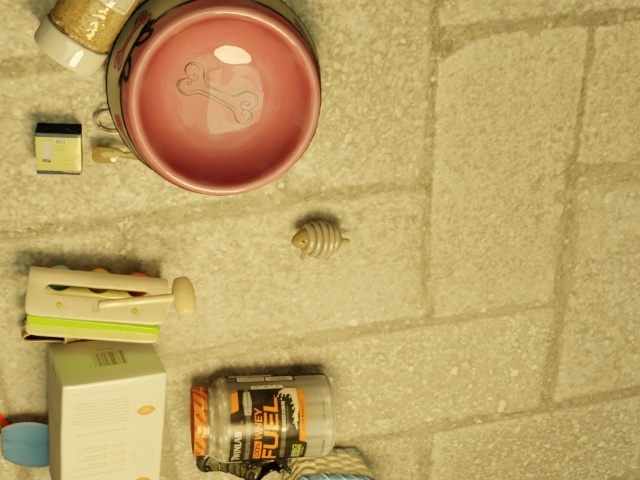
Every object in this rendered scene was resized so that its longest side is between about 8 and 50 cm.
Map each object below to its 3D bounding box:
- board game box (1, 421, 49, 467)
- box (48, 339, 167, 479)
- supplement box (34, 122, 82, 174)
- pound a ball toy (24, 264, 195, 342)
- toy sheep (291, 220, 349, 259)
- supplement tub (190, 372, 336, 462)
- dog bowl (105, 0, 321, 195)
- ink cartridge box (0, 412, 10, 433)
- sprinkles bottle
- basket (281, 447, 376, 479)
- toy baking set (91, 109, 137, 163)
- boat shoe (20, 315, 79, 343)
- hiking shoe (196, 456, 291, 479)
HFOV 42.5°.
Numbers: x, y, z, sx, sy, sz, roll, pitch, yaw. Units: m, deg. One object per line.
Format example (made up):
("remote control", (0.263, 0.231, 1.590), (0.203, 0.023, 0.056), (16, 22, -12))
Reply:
("board game box", (-0.651, 0.454, 1.873), (0.133, 0.033, 0.168), (5, 130, -11))
("box", (-0.465, 0.398, 1.777), (0.215, 0.168, 0.345), (-4, 117, -27))
("supplement box", (-0.493, -0.173, 1.554), (0.083, 0.056, 0.083), (1, 118, -13))
("pound a ball toy", (-0.423, 0.106, 1.658), (0.319, 0.135, 0.208), (6, 152, -16))
("toy sheep", (0.000, 0.000, 1.749), (0.132, 0.091, 0.091), (-2, 120, -28))
("supplement tub", (-0.134, 0.403, 1.874), (0.316, 0.193, 0.193), (-1, 118, -12))
("dog bowl", (-0.180, -0.263, 1.498), (0.408, 0.150, 0.407), (-5, 113, -12))
("ink cartridge box", (-0.798, 0.415, 1.814), (0.179, 0.045, 0.145), (-21, 121, 2))
("sprinkles bottle", (-0.345, -0.454, 1.395), (0.121, 0.121, 0.355), (31, 108, -26))
("basket", (0.029, 0.645, 1.987), (0.255, 0.289, 0.201), (9, 116, -16))
("toy baking set", (-0.319, -0.232, 1.580), (0.197, 0.030, 0.256), (30, 102, -19))
("boat shoe", (-0.532, 0.191, 1.735), (0.190, 0.072, 0.068), (-8, 119, -9))
("hiking shoe", (-0.184, 0.532, 1.978), (0.227, 0.114, 0.086), (-7, 119, -9))
